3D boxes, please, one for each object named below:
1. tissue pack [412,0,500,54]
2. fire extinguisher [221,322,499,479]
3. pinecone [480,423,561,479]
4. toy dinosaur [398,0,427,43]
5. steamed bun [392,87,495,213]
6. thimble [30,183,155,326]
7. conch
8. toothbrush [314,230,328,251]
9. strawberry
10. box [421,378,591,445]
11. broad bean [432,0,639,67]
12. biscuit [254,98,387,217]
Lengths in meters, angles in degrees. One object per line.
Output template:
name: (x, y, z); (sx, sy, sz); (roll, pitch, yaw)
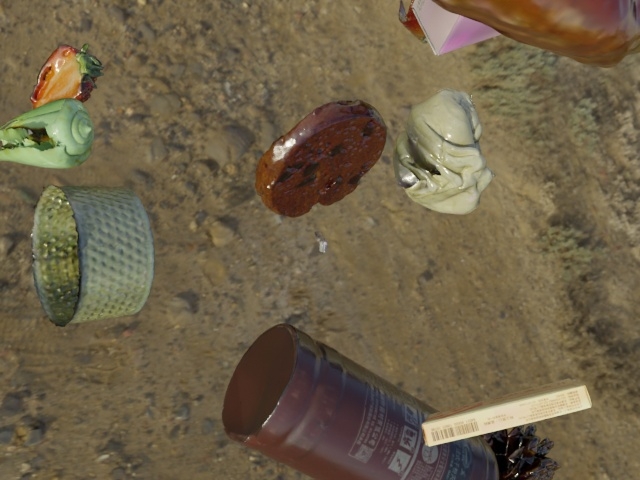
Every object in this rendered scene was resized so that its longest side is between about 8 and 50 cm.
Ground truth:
tissue pack: (0.224, -0.351, 0.857); (0.149, 0.246, 0.092); (-21, 79, -11)
fire extinguisher: (0.070, 0.213, 0.654); (0.337, 0.114, 0.135); (32, 50, -23)
pinecone: (0.247, 0.299, 0.905); (0.140, 0.121, 0.140); (-24, 132, -30)
toy dinosaur: (0.302, -0.590, 1.619); (0.207, 0.327, 0.112); (28, 70, 0)
steamed bun: (0.304, -0.221, 1.768); (0.206, 0.275, 0.319); (-8, 79, -19)
thimble: (-0.442, 0.027, 1.296); (0.150, 0.271, 0.270); (-5, 76, -40)
conch: (-0.566, -0.203, 1.333); (0.251, 0.137, 0.143); (-6, 57, 2)
toothbrush: (0.000, 0.000, 1.870); (0.024, 0.354, 0.029); (8, 95, -4)
strawberry: (-0.570, -0.362, 1.538); (0.192, 0.140, 0.085); (-68, 163, 9)
box: (0.108, 0.101, 0.398); (0.058, 0.093, 0.015); (30, 44, -75)
broad bean: (0.136, -0.179, 0.375); (0.229, 0.122, 0.156); (4, 65, -30)
biscuit: (0.001, -0.105, 0.876); (0.192, 0.192, 0.049); (-11, 54, -39)
